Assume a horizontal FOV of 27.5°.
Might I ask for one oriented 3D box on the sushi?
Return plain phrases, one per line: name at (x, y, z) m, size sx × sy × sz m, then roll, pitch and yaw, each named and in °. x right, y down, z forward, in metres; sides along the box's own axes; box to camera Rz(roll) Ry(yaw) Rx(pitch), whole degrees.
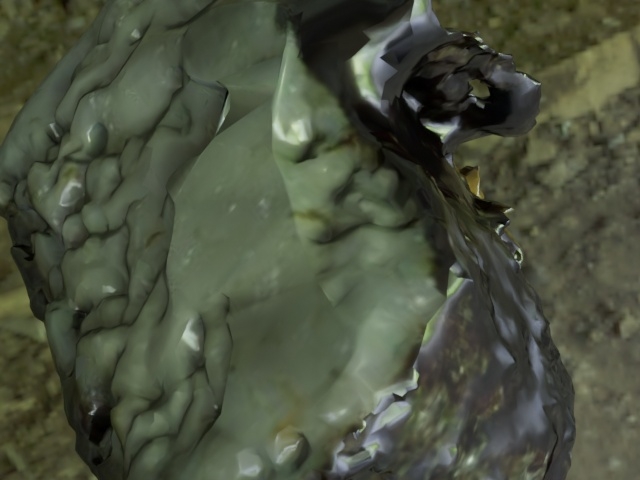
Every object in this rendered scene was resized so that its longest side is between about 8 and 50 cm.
sushi at (0.000, 0.000, 0.582) m, size 0.234 × 0.207 × 0.348 m, roll -43°, pitch 40°, yaw 15°
